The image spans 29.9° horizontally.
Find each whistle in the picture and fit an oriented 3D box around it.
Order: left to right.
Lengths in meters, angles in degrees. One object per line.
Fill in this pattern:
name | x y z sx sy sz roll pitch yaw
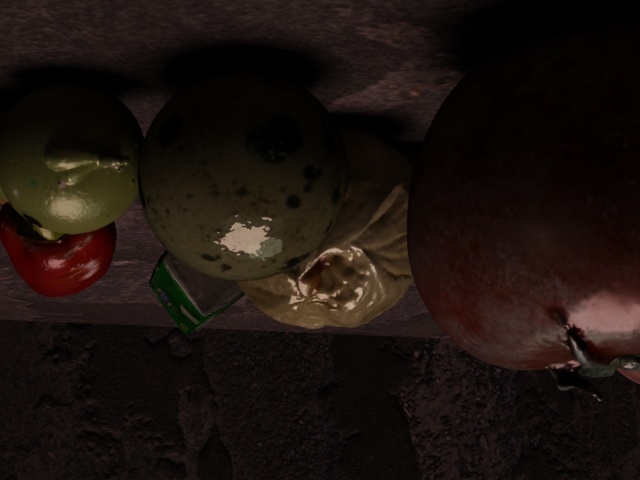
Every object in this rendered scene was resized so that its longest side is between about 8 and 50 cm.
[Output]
whistle | -0.262 -0.064 1.094 0.141 0.141 0.294 9 168 -40

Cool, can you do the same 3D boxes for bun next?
bun | 0.000 0.000 1.181 0.221 0.220 0.134 0 -153 2

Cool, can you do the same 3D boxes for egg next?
egg | -0.070 -0.050 1.027 0.177 0.177 0.228 3 165 -14

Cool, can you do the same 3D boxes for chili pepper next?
chili pepper | -0.308 -0.011 1.406 0.135 0.131 0.338 -8 169 -10

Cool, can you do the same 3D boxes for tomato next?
tomato | 0.220 -0.018 0.918 0.317 0.282 0.316 -3 169 -1

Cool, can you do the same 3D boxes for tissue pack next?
tissue pack | -0.150 0.014 1.566 0.148 0.156 0.209 -35 177 -16

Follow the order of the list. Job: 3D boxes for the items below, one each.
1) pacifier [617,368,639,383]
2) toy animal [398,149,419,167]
pacifier | 0.353 0.029 1.349 0.332 0.220 0.273 38 -170 10
toy animal | 0.049 -0.044 1.283 0.225 0.093 0.121 9 128 -5
